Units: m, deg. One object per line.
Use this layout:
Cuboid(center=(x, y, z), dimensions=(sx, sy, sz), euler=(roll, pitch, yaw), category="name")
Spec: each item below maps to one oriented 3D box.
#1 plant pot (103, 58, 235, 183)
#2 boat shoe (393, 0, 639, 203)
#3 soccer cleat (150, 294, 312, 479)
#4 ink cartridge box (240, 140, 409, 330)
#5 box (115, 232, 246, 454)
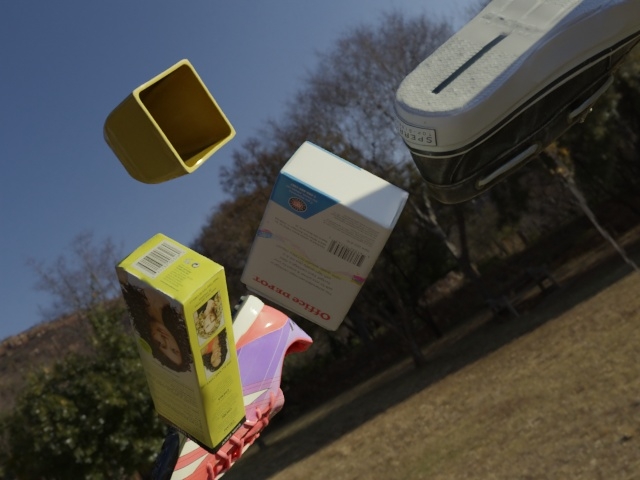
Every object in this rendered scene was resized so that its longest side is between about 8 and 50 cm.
Cuboid(center=(-0.144, -0.098, 0.647), dimensions=(0.083, 0.081, 0.081), euler=(-19, 21, 38), category="plant pot")
Cuboid(center=(0.200, -0.159, 0.645), dimensions=(0.335, 0.121, 0.119), euler=(-35, -43, -14), category="boat shoe")
Cuboid(center=(-0.111, 0.215, 0.884), dimensions=(0.318, 0.116, 0.109), euler=(-65, 5, -36), category="soccer cleat")
Cuboid(center=(0.000, 0.000, 0.550), dimensions=(0.052, 0.088, 0.122), euler=(-59, -5, -48), category="ink cartridge box")
Cuboid(center=(-0.130, 0.108, 0.704), dimensions=(0.058, 0.087, 0.232), euler=(-43, -35, -36), category="box")
